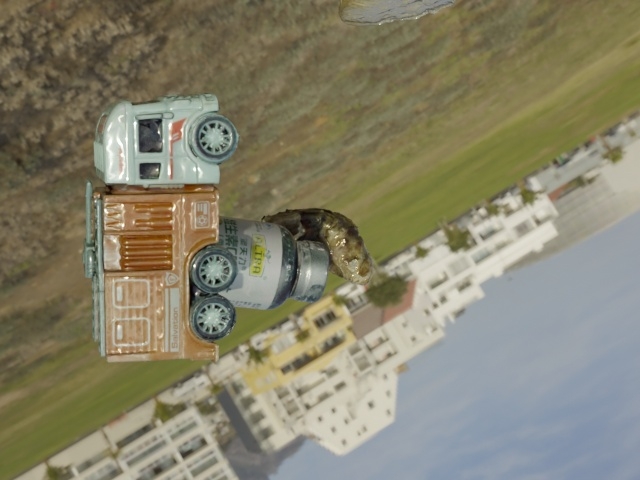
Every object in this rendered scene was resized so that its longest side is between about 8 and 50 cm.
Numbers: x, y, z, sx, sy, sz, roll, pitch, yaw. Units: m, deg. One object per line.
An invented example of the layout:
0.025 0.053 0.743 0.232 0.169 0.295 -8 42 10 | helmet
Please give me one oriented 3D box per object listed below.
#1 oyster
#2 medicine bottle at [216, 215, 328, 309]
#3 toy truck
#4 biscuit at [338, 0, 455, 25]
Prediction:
0.003 0.004 1.860 0.295 0.166 0.094 11 159 -39 | oyster
-0.138 0.034 1.329 0.294 0.141 0.141 8 159 -20 | medicine bottle
-0.189 -0.016 0.959 0.162 0.305 0.136 -2 -170 -21 | toy truck
0.146 -0.400 1.362 0.266 0.040 0.188 -13 172 40 | biscuit
